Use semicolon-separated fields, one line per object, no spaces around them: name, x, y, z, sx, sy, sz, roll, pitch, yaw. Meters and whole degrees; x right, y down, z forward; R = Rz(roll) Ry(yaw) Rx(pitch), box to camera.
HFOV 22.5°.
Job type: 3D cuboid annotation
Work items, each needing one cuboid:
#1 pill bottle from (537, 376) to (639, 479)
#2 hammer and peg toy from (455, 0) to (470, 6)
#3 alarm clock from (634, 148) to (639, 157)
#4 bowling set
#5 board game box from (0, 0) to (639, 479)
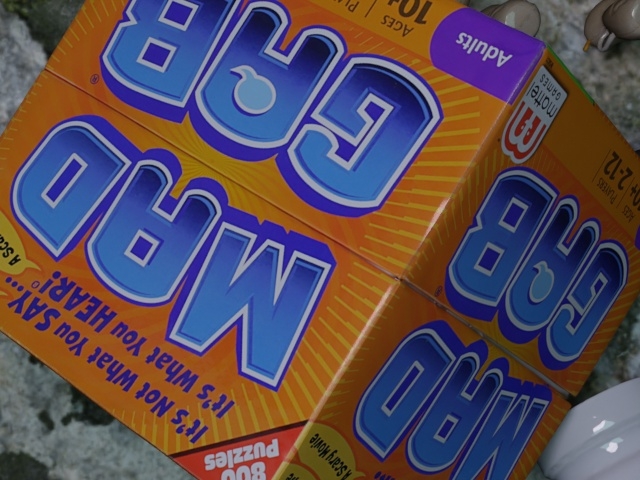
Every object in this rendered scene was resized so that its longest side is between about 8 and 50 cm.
pill bottle;0.288;0.255;1.324;0.153;0.153;0.264;-28;71;3
hammer and peg toy;-0.042;-0.300;1.349;0.361;0.266;0.127;21;87;36
alarm clock;0.285;-0.047;1.382;0.192;0.129;0.064;-18;81;16
bowling set;0.271;-0.233;1.414;0.200;0.154;0.287;37;88;-9
board game box;0.000;0.000;1.241;0.356;0.356;0.356;31;89;32
